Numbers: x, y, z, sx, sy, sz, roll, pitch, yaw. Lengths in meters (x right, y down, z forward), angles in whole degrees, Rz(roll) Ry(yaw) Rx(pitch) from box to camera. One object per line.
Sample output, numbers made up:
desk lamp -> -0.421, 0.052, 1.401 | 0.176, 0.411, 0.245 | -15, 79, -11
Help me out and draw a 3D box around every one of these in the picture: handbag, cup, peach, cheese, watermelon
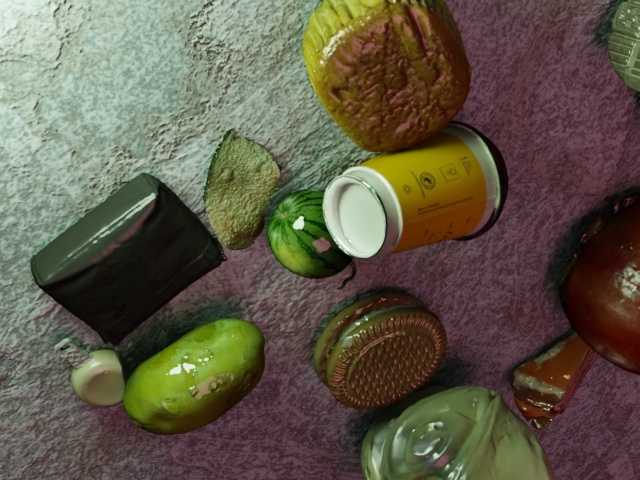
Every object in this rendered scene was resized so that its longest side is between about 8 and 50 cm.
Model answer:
handbag -> -0.285, 0.040, 1.687 | 0.247, 0.080, 0.223 | -37, 135, 3
cup -> 0.146, -0.070, 1.713 | 0.280, 0.196, 0.196 | -21, 137, -40
peach -> 0.664, 0.086, 2.113 | 0.416, 0.353, 0.339 | 3, 122, 11
cheese -> -0.364, 0.207, 1.804 | 0.092, 0.047, 0.171 | -23, 133, -12
watermelon -> 0.000, 0.000, 1.770 | 0.141, 0.140, 0.187 | -42, 135, 8

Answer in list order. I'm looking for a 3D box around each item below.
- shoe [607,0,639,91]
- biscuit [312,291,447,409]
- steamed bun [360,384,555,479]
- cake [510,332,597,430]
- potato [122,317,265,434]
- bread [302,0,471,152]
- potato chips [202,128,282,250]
shoe -> 0.630, -0.365, 1.778 | 0.198, 0.172, 0.351 | 30, 103, -43
biscuit -> 0.110, 0.203, 2.037 | 0.259, 0.079, 0.259 | -15, 133, -17
steamed bun -> 0.231, 0.435, 2.102 | 0.339, 0.352, 0.247 | -44, 143, 14
cake -> 0.498, 0.252, 2.294 | 0.287, 0.135, 0.098 | -44, 132, -18
potato -> -0.200, 0.226, 1.819 | 0.253, 0.186, 0.148 | -34, 93, 4
bread -> 0.097, -0.258, 1.611 | 0.227, 0.142, 0.253 | -27, 137, 4
potato chips -> -0.118, -0.077, 1.713 | 0.142, 0.026, 0.209 | -32, 131, -8
